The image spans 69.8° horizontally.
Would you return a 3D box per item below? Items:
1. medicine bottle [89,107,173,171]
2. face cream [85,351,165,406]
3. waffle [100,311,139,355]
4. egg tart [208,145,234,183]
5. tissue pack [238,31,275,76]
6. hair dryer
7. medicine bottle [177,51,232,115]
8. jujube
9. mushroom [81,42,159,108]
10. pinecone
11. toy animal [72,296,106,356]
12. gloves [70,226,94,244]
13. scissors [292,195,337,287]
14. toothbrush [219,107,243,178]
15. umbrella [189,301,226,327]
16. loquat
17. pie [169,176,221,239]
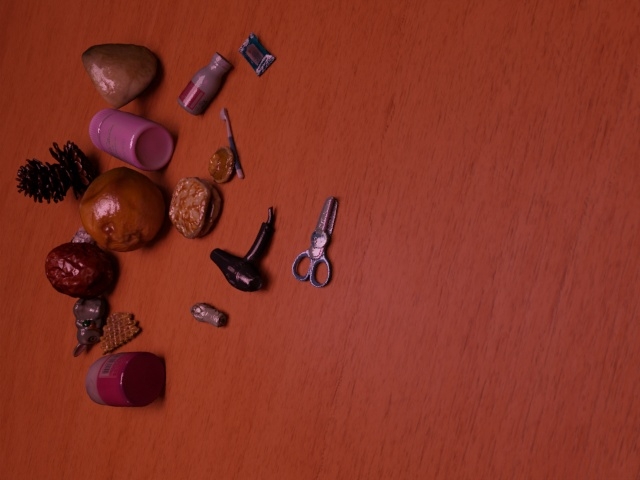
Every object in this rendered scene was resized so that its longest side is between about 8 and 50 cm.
[{"bbox_3d":[-0.694,-0.372,1.680,0.290,0.178,0.178,23,94,32],"label":"medicine bottle"},{"bbox_3d":[-0.646,0.459,1.520,0.194,0.175,0.175,-10,77,30],"label":"face cream"},{"bbox_3d":[-0.735,0.347,1.667,0.160,0.046,0.192,33,100,31],"label":"waffle"},{"bbox_3d":[-0.336,-0.251,1.513,0.128,0.049,0.129,-5,83,43],"label":"egg tart"},{"bbox_3d":[-0.211,-0.615,1.518,0.085,0.028,0.138,-43,68,22],"label":"tissue pack"},{"bbox_3d":[-0.214,0.010,1.410,0.235,0.091,0.272,30,86,41],"label":"hair dryer"},{"bbox_3d":[-0.396,-0.538,1.577,0.217,0.090,0.090,-47,62,15],"label":"medicine bottle"},{"bbox_3d":[-0.888,0.105,1.701,0.232,0.213,0.213,24,95,23],"label":"jujube"},{"bbox_3d":[-0.750,-0.672,1.734,0.217,0.212,0.292,-35,37,8],"label":"mushroom"},{"bbox_3d":[-1.052,-0.263,1.819,0.246,0.292,0.246,36,141,35],"label":"pinecone"},{"bbox_3d":[-0.870,0.323,1.734,0.138,0.108,0.236,-113,30,-66],"label":"toy animal"},{"bbox_3d":[-0.967,0.025,1.841,0.114,0.070,0.153,31,100,30],"label":"gloves"},{"bbox_3d":[0.000,0.000,1.290,0.125,0.030,0.256,18,94,30],"label":"scissors"},{"bbox_3d":[-0.297,-0.323,1.526,0.025,0.019,0.276,-28,69,30],"label":"toothbrush"},{"bbox_3d":[-0.360,0.235,1.457,0.143,0.062,0.067,10,118,31],"label":"umbrella"},{"bbox_3d":[-0.678,-0.106,1.590,0.276,0.276,0.284,-51,43,14],"label":"loquat"},{"bbox_3d":[-0.420,-0.107,1.528,0.178,0.084,0.205,17,93,33],"label":"pie"}]
